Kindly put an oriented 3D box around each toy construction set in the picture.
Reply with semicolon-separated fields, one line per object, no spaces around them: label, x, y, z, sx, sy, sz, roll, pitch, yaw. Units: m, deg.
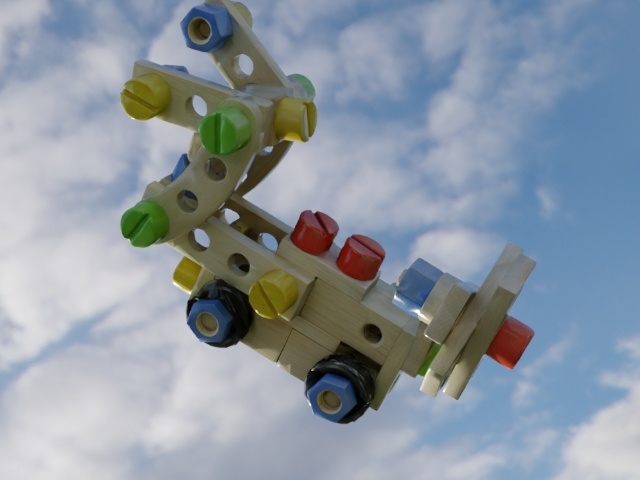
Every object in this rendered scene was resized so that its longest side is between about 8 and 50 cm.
toy construction set;0.000;0.000;0.757;0.151;0.328;0.215;-16;-42;-53
